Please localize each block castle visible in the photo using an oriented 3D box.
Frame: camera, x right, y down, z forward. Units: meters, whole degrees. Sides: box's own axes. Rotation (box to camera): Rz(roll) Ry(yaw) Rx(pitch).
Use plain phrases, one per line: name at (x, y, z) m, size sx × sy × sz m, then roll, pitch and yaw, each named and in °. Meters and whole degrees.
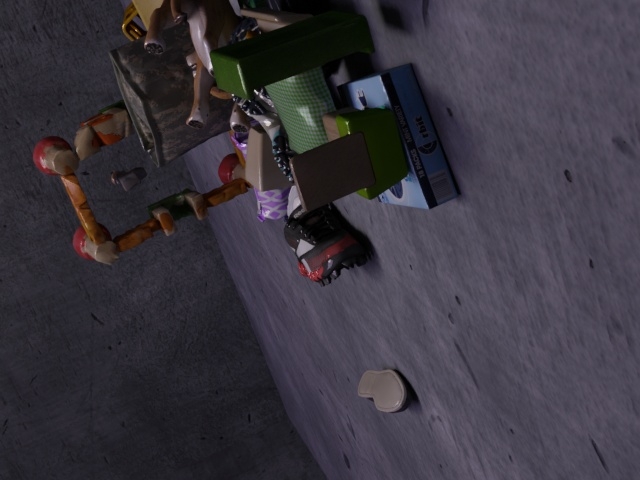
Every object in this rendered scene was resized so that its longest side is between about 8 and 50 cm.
block castle at (-0.375, -0.169, 2.215) m, size 0.213 × 0.453 × 0.303 m, roll 24°, pitch 138°, yaw 63°

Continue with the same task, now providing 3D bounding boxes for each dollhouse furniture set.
dollhouse furniture set at (-0.051, -0.155, 1.163) m, size 0.301 × 0.151 × 0.197 m, roll 33°, pitch 143°, yaw 61°

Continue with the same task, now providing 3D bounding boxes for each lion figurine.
lion figurine at (-0.172, -0.327, 1.584) m, size 0.392 × 0.142 × 0.240 m, roll 87°, pitch -173°, yaw -67°

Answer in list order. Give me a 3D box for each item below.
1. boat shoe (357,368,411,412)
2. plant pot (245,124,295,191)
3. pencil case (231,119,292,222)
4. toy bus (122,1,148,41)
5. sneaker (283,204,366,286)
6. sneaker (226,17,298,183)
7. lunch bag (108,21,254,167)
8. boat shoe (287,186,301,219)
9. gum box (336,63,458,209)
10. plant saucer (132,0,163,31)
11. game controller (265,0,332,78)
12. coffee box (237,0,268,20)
boat shoe at (0.132, 0.279, 1.830) m, size 0.065 × 0.075 × 0.206 m, roll 24°, pitch 173°, yaw -16°
plant pot at (-0.071, -0.151, 1.725) m, size 0.109 × 0.109 × 0.096 m, roll -138°, pitch 39°, yaw -66°
pencil case at (-0.108, -0.135, 1.959) m, size 0.086 × 0.088 × 0.206 m, roll 48°, pitch 159°, yaw 52°
toy bus at (-0.415, -0.529, 2.370) m, size 0.191 × 0.104 × 0.202 m, roll 55°, pitch -164°, yaw 17°
sneaker at (0.000, 0.000, 1.695) m, size 0.135 × 0.098 × 0.276 m, roll 65°, pitch 171°, yaw -6°
sneaker at (-0.044, -0.193, 1.442) m, size 0.122 × 0.110 × 0.283 m, roll 4°, pitch -121°, yaw -65°
lunch bag at (-0.252, -0.283, 1.935) m, size 0.169 × 0.235 × 0.287 m, roll 55°, pitch 165°, yaw 24°
boat shoe at (-0.035, -0.052, 1.859) m, size 0.184 × 0.066 × 0.063 m, roll 82°, pitch 175°, yaw -63°
gum box at (0.085, -0.119, 1.166) m, size 0.157 × 0.041 × 0.184 m, roll 68°, pitch 168°, yaw -9°
plant saucer at (-0.350, -0.587, 2.096) m, size 0.333 × 0.081 × 0.333 m, roll 62°, pitch 161°, yaw 22°
game controller at (-0.062, -0.367, 1.337) m, size 0.319 × 0.067 × 0.166 m, roll 65°, pitch -176°, yaw 9°
coffee box at (-0.097, -0.363, 1.524) m, size 0.113 × 0.040 × 0.184 m, roll -127°, pitch 17°, yaw -54°
